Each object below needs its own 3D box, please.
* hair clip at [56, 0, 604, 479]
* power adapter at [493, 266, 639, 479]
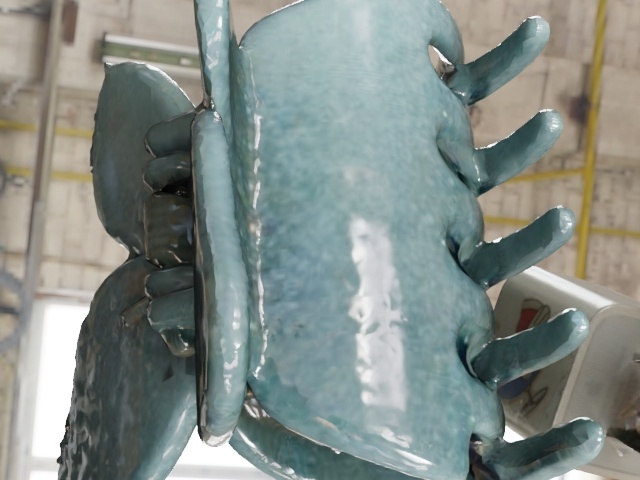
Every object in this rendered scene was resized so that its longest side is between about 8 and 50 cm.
[{"bbox_3d":[0.000,0.000,0.776,0.392,0.239,0.318,130,-39,-60],"label":"hair clip"},{"bbox_3d":[0.221,0.109,1.024,0.205,0.125,0.130,27,-80,67],"label":"power adapter"}]
